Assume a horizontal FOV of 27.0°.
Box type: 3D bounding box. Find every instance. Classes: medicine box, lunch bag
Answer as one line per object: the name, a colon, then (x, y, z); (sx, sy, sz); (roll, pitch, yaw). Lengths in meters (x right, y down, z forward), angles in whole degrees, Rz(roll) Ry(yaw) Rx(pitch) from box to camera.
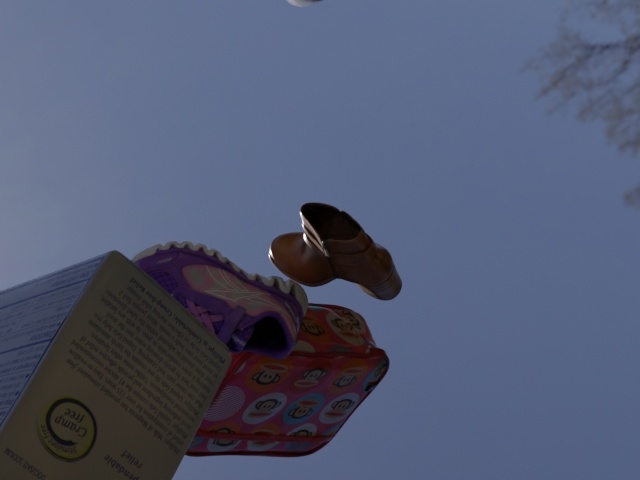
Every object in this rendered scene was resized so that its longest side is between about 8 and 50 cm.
medicine box: (-0.254, 0.180, 1.090); (0.149, 0.263, 0.289); (44, -127, -26)
lunch bag: (-0.077, 0.200, 1.800); (0.293, 0.258, 0.120); (10, -142, -44)

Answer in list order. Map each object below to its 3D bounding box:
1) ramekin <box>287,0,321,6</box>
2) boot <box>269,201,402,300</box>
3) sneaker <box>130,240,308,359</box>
ramekin: (0.046, -0.326, 1.193); (0.135, 0.277, 0.277); (58, -150, -13)
boot: (0.000, 0.000, 1.626); (0.073, 0.197, 0.152); (-65, -31, -19)
sneaker: (-0.119, 0.080, 1.580); (0.236, 0.095, 0.104); (18, -143, -21)
